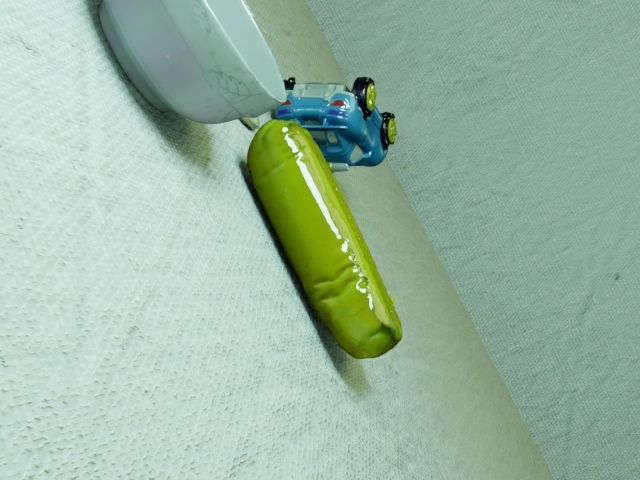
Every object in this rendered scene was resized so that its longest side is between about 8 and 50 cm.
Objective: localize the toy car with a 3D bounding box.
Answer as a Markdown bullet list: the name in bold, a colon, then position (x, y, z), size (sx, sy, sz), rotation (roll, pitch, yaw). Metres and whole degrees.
- **toy car**: position (0.030, -0.209, 2.041), size (0.314, 0.198, 0.166), rotation (46, 52, -65)

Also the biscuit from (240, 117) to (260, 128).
- **biscuit**: position (-0.143, -0.254, 1.739), size (0.152, 0.020, 0.152), rotation (58, 11, -18)

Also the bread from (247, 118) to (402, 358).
- **bread**: position (0.000, 0.000, 1.523), size (0.384, 0.112, 0.166), rotation (64, 8, 10)

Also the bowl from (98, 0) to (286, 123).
- **bowl**: position (-0.173, -0.263, 1.292), size (0.287, 0.143, 0.287), rotation (58, 12, -20)
